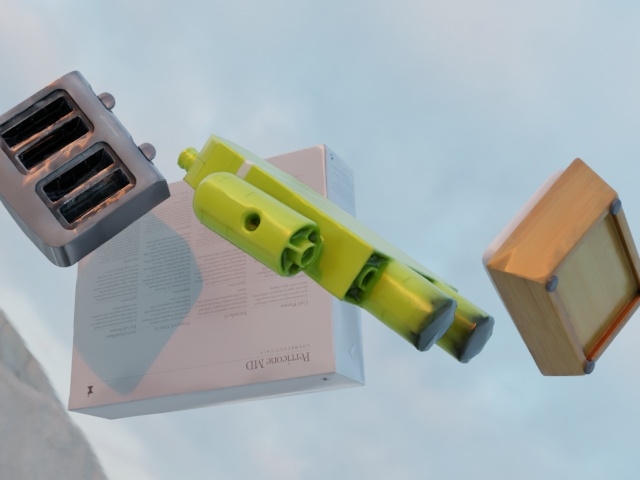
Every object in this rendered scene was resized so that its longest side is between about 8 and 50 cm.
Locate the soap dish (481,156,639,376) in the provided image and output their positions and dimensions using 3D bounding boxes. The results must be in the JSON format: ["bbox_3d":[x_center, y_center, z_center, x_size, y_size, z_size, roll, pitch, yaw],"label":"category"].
[{"bbox_3d":[0.387,0.055,1.371,0.118,0.229,0.290,27,-22,47],"label":"soap dish"}]

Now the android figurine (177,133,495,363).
[{"bbox_3d":[0.000,0.000,0.686,0.273,0.056,0.248,34,5,29],"label":"android figurine"}]

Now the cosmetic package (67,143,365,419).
[{"bbox_3d":[-0.137,0.062,1.130,0.378,0.284,0.097,-11,-25,24],"label":"cosmetic package"}]

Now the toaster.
[{"bbox_3d":[-0.288,-0.077,1.010,0.168,0.186,0.110,52,-16,5],"label":"toaster"}]
